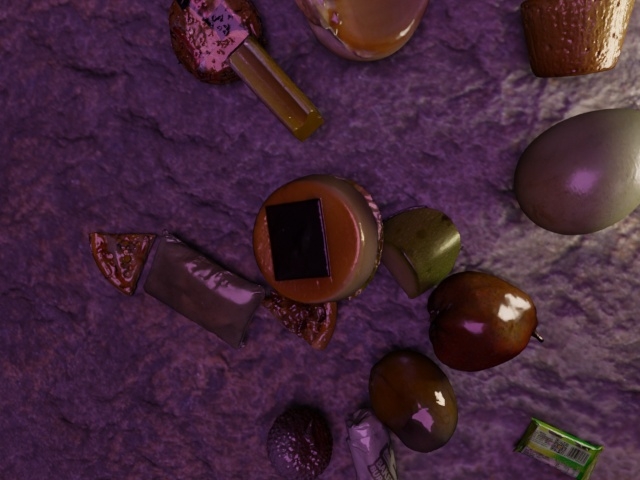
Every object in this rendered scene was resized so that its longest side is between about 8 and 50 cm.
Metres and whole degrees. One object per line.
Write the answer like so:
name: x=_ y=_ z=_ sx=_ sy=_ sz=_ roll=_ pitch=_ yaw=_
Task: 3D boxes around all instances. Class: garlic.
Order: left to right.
garlic: x=0.080 y=-0.524 z=0.984 sx=0.313 sy=0.249 sz=0.286 roll=-40 pitch=73 yaw=-7

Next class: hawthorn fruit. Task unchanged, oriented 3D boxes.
hawthorn fruit: x=0.349 y=0.174 z=1.052 sx=0.247 sy=0.208 sz=0.208 roll=8 pitch=100 yaw=-5

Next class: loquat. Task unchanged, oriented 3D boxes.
loquat: x=0.201 y=0.344 z=1.087 sx=0.179 sy=0.179 sz=0.227 roll=-56 pitch=43 yaw=12

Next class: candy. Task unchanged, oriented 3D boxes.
candy: x=0.540 y=0.477 z=1.139 sx=0.178 sy=0.032 sz=0.102 roll=23 pitch=105 yaw=4

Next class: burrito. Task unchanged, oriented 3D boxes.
burrito: x=0.140 y=0.596 z=1.175 sx=0.101 sy=0.139 sz=0.446 roll=-11 pitch=100 yaw=7

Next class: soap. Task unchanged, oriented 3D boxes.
soap: x=-0.089 y=-0.311 z=1.038 sx=0.073 sy=0.140 sz=0.232 roll=-39 pitch=114 yaw=15

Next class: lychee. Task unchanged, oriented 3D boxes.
lychee: x=-0.047 y=0.476 z=1.173 sx=0.165 sy=0.165 sz=0.197 roll=38 pitch=136 yaw=3

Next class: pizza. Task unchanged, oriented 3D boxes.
pizza: x=-0.480 y=0.043 z=1.251 sx=0.176 sy=0.036 sz=0.185 roll=-21 pitch=95 yaw=12
pizza: x=-0.057 y=0.167 z=1.177 sx=0.193 sy=0.069 sz=0.154 roll=13 pitch=100 yaw=9

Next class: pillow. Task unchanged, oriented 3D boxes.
pillow: x=-0.280 y=0.121 z=1.206 sx=0.302 sy=0.075 sz=0.185 roll=30 pitch=111 yaw=7

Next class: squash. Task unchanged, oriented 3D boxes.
squash: x=0.217 y=0.019 z=1.101 sx=0.184 sy=0.085 sz=0.192 roll=-38 pitch=92 yaw=14

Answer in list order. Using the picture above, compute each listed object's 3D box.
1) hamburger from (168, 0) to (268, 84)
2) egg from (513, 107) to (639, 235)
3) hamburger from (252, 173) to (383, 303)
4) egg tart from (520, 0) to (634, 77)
hamburger: x=-0.234 y=-0.456 z=1.102 sx=0.230 sy=0.107 sz=0.231 roll=0 pitch=101 yaw=3
egg: x=0.518 y=-0.138 z=0.961 sx=0.295 sy=0.218 sz=0.219 roll=-34 pitch=91 yaw=-1
hamburger: x=0.000 y=0.000 z=1.085 sx=0.299 sy=0.176 sz=0.301 roll=3 pitch=98 yaw=21
egg tart: x=0.486 y=-0.394 z=0.951 sx=0.202 sy=0.203 sz=0.147 roll=-6 pitch=111 yaw=11
